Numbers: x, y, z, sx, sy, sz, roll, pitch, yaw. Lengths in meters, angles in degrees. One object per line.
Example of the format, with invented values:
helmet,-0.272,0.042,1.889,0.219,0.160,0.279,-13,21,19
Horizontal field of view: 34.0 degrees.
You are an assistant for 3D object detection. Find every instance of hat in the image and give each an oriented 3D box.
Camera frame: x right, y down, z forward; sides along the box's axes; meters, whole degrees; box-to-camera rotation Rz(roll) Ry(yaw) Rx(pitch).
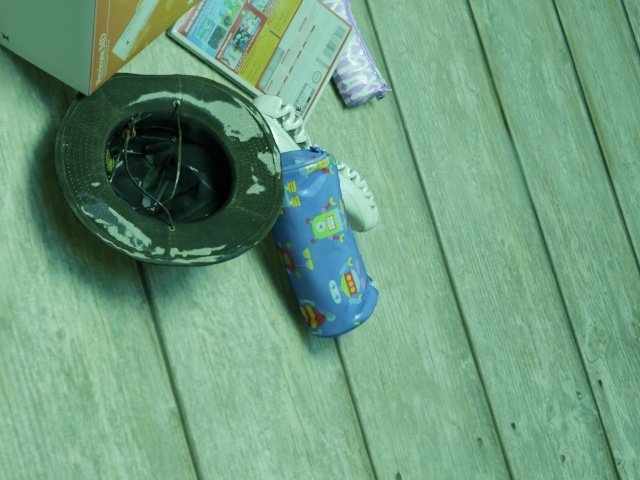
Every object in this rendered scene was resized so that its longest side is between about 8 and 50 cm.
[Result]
hat,-0.222,-0.082,1.493,0.332,0.134,0.331,11,62,-20

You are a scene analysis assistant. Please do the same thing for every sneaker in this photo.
sneaker,-0.027,-0.101,1.714,0.292,0.110,0.118,42,62,-18

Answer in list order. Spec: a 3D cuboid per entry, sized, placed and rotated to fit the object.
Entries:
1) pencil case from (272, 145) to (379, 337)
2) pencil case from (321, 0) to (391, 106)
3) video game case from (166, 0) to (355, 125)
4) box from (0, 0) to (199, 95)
pencil case,0.000,0.000,1.630,0.133,0.119,0.306,-25,111,-16
pencil case,0.049,-0.338,1.869,0.086,0.088,0.206,-30,95,-47
video game case,-0.091,-0.346,1.734,0.285,0.025,0.204,34,78,-30
box,-0.278,-0.402,1.455,0.168,0.215,0.345,31,52,9
